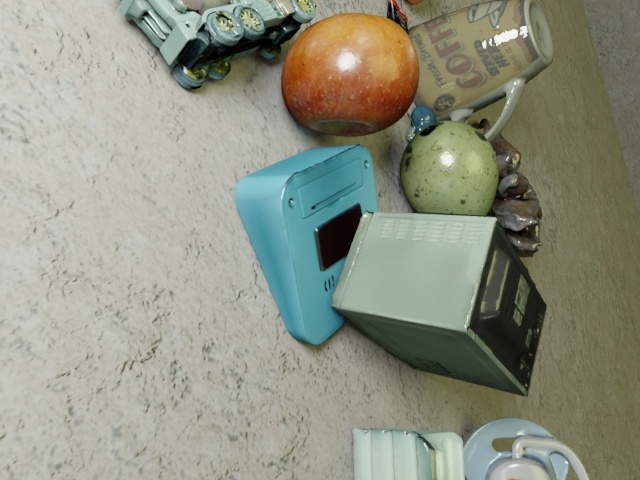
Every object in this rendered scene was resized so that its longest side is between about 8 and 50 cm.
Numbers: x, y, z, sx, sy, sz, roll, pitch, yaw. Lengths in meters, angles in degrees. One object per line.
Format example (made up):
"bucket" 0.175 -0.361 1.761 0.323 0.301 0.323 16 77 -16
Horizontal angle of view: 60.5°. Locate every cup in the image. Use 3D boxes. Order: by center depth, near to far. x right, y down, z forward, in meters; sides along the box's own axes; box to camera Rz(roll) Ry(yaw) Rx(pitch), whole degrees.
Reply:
"cup" 0.334 -0.344 1.133 0.227 0.257 0.301 0 82 -47

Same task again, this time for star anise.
"star anise" 0.417 -0.105 1.266 0.359 0.139 0.316 -73 148 -66

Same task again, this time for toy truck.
"toy truck" -0.128 -0.299 0.706 0.140 0.108 0.257 55 46 -5

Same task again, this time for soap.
"soap" 0.127 0.400 0.769 0.094 0.150 0.261 14 70 -43

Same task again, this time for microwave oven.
"microwave oven" 0.197 0.091 0.838 0.295 0.237 0.181 43 61 -45

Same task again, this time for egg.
"egg" 0.243 -0.111 1.023 0.177 0.177 0.228 -52 129 -43

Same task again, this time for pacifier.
"pacifier" 0.378 0.480 1.047 0.207 0.227 0.279 81 8 -76

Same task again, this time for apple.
"apple" 0.044 -0.243 0.802 0.201 0.201 0.162 6 87 -48

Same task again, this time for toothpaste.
"toothpaste" 0.149 -0.422 1.106 0.071 0.045 0.193 42 45 -34

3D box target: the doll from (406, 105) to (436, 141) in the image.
"doll" 0.212 -0.231 1.119 0.076 0.050 0.083 22 62 -49

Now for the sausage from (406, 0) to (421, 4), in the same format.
"sausage" 0.155 -0.611 1.112 0.259 0.113 0.113 41 52 -35

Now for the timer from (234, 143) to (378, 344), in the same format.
"timer" 0.000 0.000 0.813 0.232 0.091 0.250 -32 117 -49
